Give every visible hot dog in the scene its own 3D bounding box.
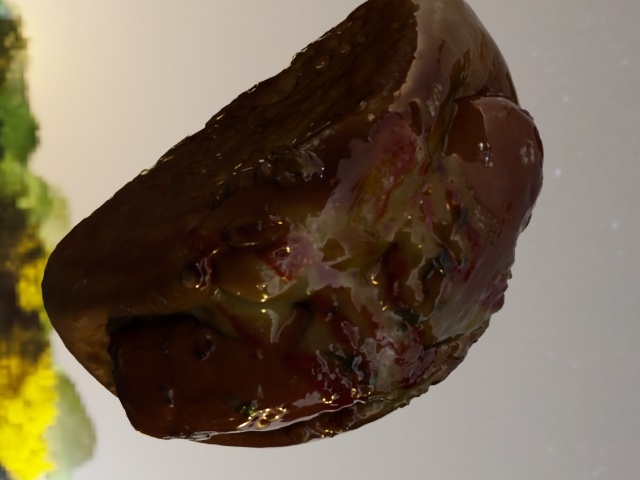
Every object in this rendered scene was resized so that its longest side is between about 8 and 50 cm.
[{"bbox_3d":[0.000,0.000,0.664,0.150,0.257,0.153,53,-2,-31],"label":"hot dog"}]
